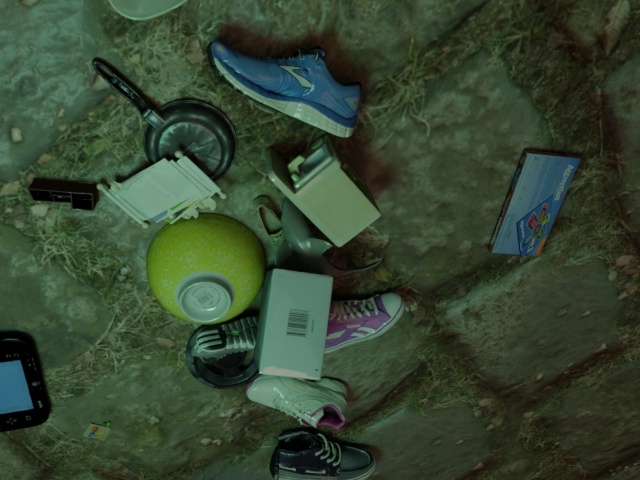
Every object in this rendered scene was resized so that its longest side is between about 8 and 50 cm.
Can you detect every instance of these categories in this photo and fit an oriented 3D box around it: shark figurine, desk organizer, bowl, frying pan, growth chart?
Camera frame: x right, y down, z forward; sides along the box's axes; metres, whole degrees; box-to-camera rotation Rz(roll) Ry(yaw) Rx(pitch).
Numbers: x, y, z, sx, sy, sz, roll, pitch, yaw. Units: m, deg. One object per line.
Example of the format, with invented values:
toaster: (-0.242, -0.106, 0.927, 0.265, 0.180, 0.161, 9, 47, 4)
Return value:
shark figurine: (0.011, 0.027, 1.246, 0.278, 0.166, 0.116, 39, 145, -23)
desk organizer: (-0.548, -0.097, 1.151, 0.130, 0.050, 0.047, 4, 120, -12)
bowl: (-0.268, 0.099, 1.259, 0.289, 0.156, 0.290, -4, 122, -7)
frying pan: (-0.297, -0.247, 1.109, 0.197, 0.053, 0.326, -21, 126, 3)
growth chart: (-0.338, -0.101, 1.170, 0.237, 0.021, 0.172, -20, 131, 18)

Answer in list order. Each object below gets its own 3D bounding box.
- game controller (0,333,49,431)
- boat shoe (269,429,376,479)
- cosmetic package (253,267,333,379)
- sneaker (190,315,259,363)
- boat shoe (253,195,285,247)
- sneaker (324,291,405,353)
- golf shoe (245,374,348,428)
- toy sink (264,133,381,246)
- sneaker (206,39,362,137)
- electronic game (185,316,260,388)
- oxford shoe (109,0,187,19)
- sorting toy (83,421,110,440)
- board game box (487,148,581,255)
game controller: (-0.805, 0.369, 1.383, 0.166, 0.067, 0.319, -1, 122, -10)
boat shoe: (0.015, 0.669, 1.672, 0.340, 0.127, 0.158, -1, 129, -9)
cosmetic package: (-0.070, 0.185, 1.242, 0.138, 0.224, 0.224, 8, 84, -8)
sneaker: (-0.224, 0.260, 1.376, 0.228, 0.086, 0.132, 2, 147, -35)
boat shoe: (-0.112, -0.033, 1.268, 0.056, 0.048, 0.153, -21, 122, 4)
sneaker: (0.073, 0.189, 1.394, 0.282, 0.102, 0.161, -28, 129, 8)
golf shoe: (-0.060, 0.454, 1.524, 0.306, 0.140, 0.115, 10, 121, -14)
toy sink: (0.007, -0.130, 1.170, 0.131, 0.153, 0.234, -38, 119, 14)
sneaker: (-0.064, -0.326, 1.071, 0.329, 0.130, 0.147, 17, 102, -23)
electronic game: (-0.246, 0.304, 1.451, 0.229, 0.048, 0.229, -5, 114, -11)
oxford shoe: (-0.201, -0.524, 0.875, 0.449, 0.130, 0.169, -28, 116, 22)
sorting toy: (-0.638, 0.545, 1.551, 0.062, 0.012, 0.083, 27, 114, -23)
board game box: (0.534, -0.089, 1.361, 0.145, 0.027, 0.281, 5, 120, -11)
